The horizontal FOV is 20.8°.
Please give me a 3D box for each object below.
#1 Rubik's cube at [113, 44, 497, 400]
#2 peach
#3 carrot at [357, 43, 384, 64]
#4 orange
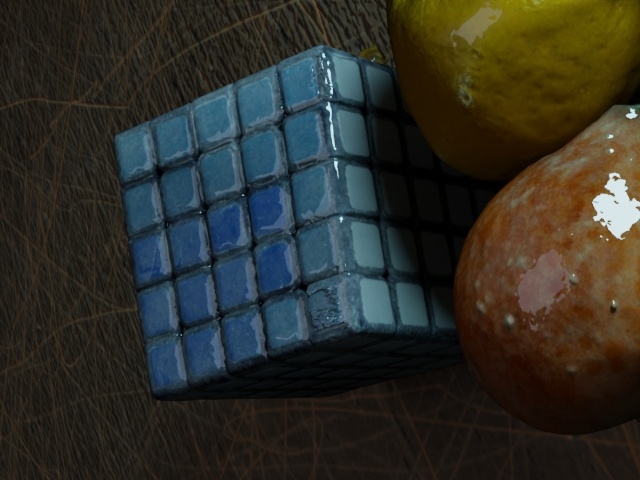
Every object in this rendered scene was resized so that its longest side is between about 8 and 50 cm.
[{"bbox_3d":[0.000,0.000,1.448,0.237,0.238,0.237,-21,74,36],"label":"Rubik's cube"},{"bbox_3d":[0.202,0.018,1.185,0.232,0.232,0.233,-7,82,58],"label":"peach"},{"bbox_3d":[0.043,-0.065,1.613,0.059,0.059,0.248,-21,68,57],"label":"carrot"},{"bbox_3d":[0.141,-0.160,1.268,0.249,0.183,0.249,-61,4,7],"label":"orange"}]
